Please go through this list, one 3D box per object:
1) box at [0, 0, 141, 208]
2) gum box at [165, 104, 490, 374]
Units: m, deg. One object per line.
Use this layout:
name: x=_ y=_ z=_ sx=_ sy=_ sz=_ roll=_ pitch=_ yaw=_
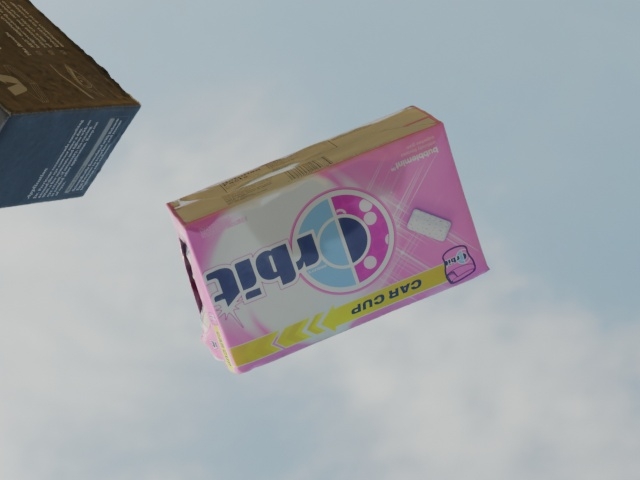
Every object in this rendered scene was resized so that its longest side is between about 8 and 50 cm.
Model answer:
box: x=-0.241 y=-0.106 z=1.249 sx=0.156 sy=0.093 sz=0.158 roll=42 pitch=-157 yaw=18
gum box: x=0.000 y=0.000 z=1.138 sx=0.188 sy=0.107 sz=0.062 roll=-22 pitch=-160 yaw=-9
